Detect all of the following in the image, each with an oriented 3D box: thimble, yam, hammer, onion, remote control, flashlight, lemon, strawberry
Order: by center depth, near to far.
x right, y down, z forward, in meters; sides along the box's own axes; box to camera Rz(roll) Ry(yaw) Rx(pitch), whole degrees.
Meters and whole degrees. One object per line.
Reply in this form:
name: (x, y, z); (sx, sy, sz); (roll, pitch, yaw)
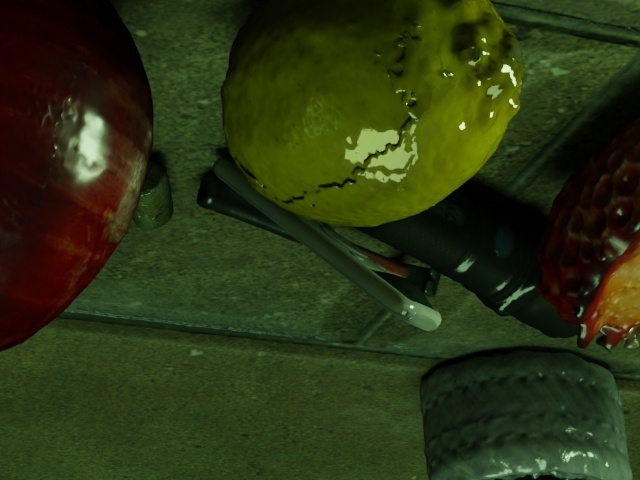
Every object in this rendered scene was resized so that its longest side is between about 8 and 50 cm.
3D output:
onion: (-0.288, -0.059, 1.281); (0.341, 0.341, 0.341); (-2, 154, -1)
lemon: (0.037, -0.112, 1.313); (0.260, 0.204, 0.204); (-13, 153, 36)
remote control: (0.005, -0.003, 1.524); (0.067, 0.261, 0.029); (23, 102, -54)
strawberry: (0.295, -0.033, 1.562); (0.253, 0.150, 0.280); (-31, 145, 9)
yam: (-0.157, -0.041, 1.604); (0.043, 0.043, 0.094); (-3, 154, 0)
flashlight: (0.119, -0.014, 1.635); (0.103, 0.103, 0.424); (-23, 146, 34)
hammer: (0.000, -0.001, 1.688); (0.288, 0.033, 0.111); (22, 173, -32)
thimble: (0.243, 0.238, 2.079); (0.246, 0.157, 0.217); (5, 153, -16)
